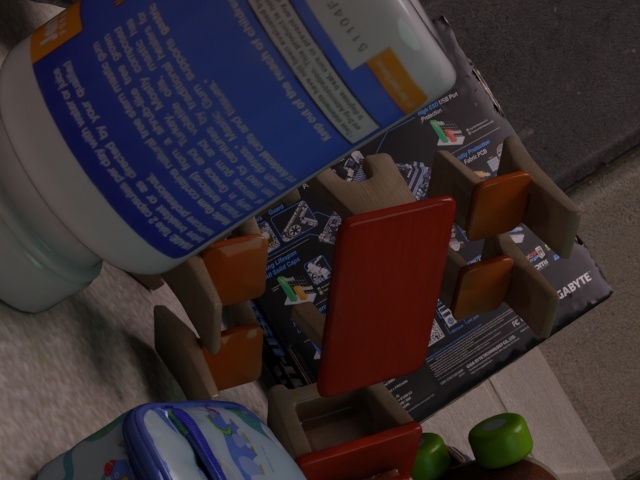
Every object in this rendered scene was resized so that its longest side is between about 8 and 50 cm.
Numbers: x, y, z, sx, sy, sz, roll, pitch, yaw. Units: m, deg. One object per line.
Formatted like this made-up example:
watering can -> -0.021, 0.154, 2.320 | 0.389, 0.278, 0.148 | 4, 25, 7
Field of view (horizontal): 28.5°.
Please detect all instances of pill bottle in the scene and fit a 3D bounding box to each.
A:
pill bottle -> -0.076, -0.076, 0.687 | 0.152, 0.272, 0.152 | 55, 12, -17

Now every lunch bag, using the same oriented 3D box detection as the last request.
lunch bag -> -0.040, 0.186, 0.619 | 0.219, 0.090, 0.176 | 61, 14, 21

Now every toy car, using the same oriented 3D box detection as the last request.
toy car -> 0.120, 0.255, 1.018 | 0.155, 0.148, 0.188 | 68, 22, -10

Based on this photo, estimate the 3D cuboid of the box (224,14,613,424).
box -> 0.059, -0.005, 1.072 | 0.293, 0.295, 0.073 | 58, -25, 5

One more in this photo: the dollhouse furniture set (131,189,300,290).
dollhouse furniture set -> -0.123, -0.091, 0.892 | 0.129, 0.129, 0.184 | 45, 18, -48

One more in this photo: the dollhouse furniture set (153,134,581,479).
dollhouse furniture set -> 0.035, 0.079, 0.839 | 0.135, 0.262, 0.259 | 55, -31, 42

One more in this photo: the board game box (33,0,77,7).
board game box -> -0.195, -0.313, 0.918 | 0.232, 0.141, 0.291 | 6, 46, -38

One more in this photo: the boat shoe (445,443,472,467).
boat shoe -> 0.140, 0.267, 1.248 | 0.066, 0.066, 0.183 | 46, 6, -29
